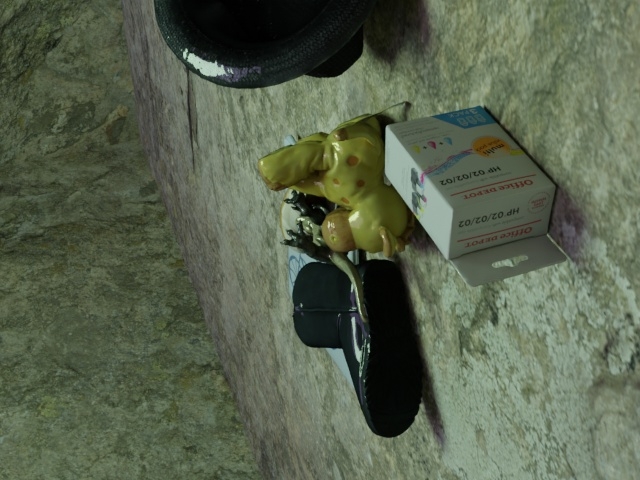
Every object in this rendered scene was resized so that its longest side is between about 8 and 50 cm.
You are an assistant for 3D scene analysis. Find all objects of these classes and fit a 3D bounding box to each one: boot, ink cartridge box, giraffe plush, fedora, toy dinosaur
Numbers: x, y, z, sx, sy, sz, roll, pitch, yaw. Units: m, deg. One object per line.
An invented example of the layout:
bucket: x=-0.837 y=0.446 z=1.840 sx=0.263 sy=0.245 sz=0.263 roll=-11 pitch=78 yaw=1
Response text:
boot: x=0.045 y=0.146 z=1.350 sx=0.207 sy=0.094 sz=0.247 roll=-10 pitch=86 yaw=61
ink cartridge box: x=0.142 y=-0.046 z=0.877 sx=0.181 sy=0.104 sz=0.062 roll=-120 pitch=22 yaw=-45
giraffe plush: x=0.045 y=-0.059 z=1.183 sx=0.210 sy=0.181 sz=0.171 roll=-15 pitch=100 yaw=41
fedora: x=-0.038 y=-0.303 z=1.144 sx=0.152 sy=0.334 sz=0.334 roll=36 pitch=-152 yaw=-57
toy dinosaur: x=0.000 y=0.000 z=1.261 sx=0.118 sy=0.064 sz=0.268 roll=43 pitch=-170 yaw=-29

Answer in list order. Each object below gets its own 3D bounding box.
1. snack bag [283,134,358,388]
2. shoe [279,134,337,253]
snack bag: x=0.005 y=0.023 z=1.577 sx=0.323 sy=0.037 sz=0.343 roll=-128 pitch=32 yaw=-56
shoe: x=-0.014 y=-0.054 z=1.399 sx=0.219 sy=0.076 sz=0.058 roll=99 pitch=158 yaw=-43
